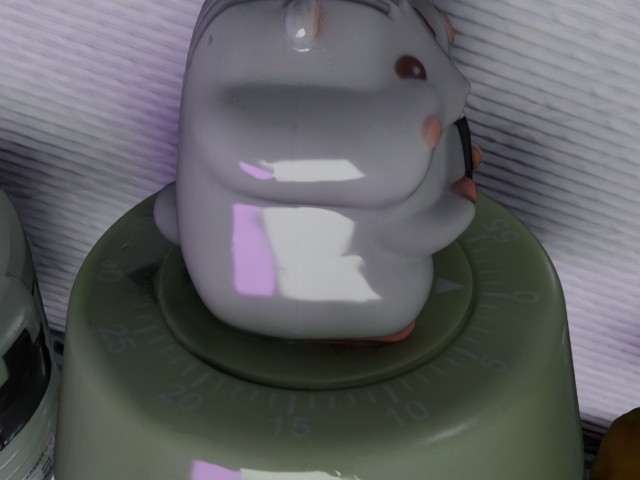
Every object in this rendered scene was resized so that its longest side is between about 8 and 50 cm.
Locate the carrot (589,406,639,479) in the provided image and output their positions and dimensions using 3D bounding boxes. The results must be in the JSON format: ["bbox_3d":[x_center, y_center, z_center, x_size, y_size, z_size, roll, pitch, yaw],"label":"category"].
[{"bbox_3d":[0.359,0.176,1.067,0.341,0.241,0.241,-11,143,36],"label":"carrot"}]

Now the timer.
[{"bbox_3d":[0.000,0.000,0.898,0.291,0.290,0.315,5,128,6],"label":"timer"}]

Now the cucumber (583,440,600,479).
[{"bbox_3d":[0.129,0.165,1.276,0.244,0.063,0.115,13,142,-6],"label":"cucumber"}]

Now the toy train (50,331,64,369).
[{"bbox_3d":[-0.195,0.089,1.260,0.252,0.048,0.055,33,132,-24],"label":"toy train"}]

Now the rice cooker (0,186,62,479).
[{"bbox_3d":[-0.265,0.069,1.059,0.226,0.226,0.244,6,137,6],"label":"rice cooker"}]
